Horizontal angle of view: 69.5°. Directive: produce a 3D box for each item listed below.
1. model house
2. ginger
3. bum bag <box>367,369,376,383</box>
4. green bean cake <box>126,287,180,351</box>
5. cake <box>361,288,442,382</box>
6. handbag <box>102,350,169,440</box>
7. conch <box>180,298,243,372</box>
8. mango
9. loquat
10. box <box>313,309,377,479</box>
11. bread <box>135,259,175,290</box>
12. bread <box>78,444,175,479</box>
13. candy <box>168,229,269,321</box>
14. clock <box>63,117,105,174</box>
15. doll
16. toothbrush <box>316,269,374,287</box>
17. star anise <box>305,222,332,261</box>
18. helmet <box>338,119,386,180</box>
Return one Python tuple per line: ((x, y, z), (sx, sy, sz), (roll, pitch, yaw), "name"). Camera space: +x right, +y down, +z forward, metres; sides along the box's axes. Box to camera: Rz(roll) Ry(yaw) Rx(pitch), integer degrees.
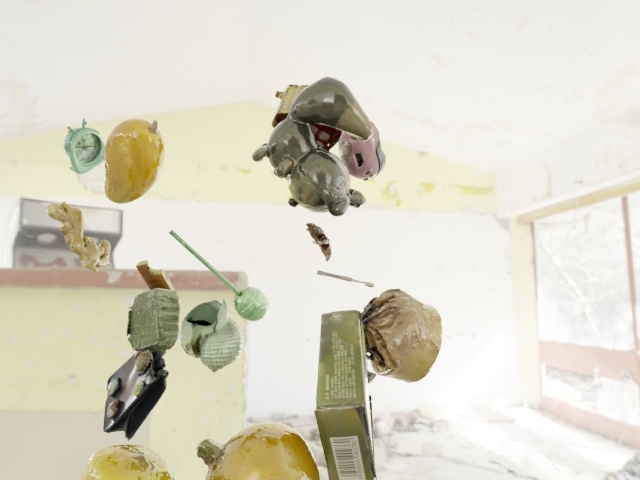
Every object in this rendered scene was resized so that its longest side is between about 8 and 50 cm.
((-0.052, -0.422, 1.593), (0.254, 0.196, 0.160), (23, -44, -11), "model house")
((-0.628, -0.005, 1.224), (0.053, 0.176, 0.193), (-30, -30, 14), "ginger")
((0.145, 0.575, 1.966), (0.102, 0.069, 0.248), (5, -3, -30), "bum bag")
((-0.632, 0.307, 1.750), (0.223, 0.227, 0.125), (-17, -23, 37), "green bean cake")
((0.246, 0.344, 1.727), (0.321, 0.332, 0.332), (22, -13, -15), "cake")
((-0.756, 0.592, 1.896), (0.122, 0.329, 0.303), (34, 10, -32), "handbag")
((-0.310, 0.282, 1.350), (0.172, 0.200, 0.131), (2, -33, 4), "conch")
((-0.533, -0.220, 1.301), (0.317, 0.176, 0.119), (-51, -6, 30), "mango")
((-0.170, 0.629, 1.199), (0.359, 0.328, 0.328), (40, -13, -5), "loquat")
((0.082, 0.474, 1.370), (0.138, 0.373, 0.420), (-7, 27, 5), "box")
((-0.694, 0.172, 1.963), (0.088, 0.049, 0.226), (-13, -53, 2), "bread")
((-0.455, 0.567, 1.065), (0.197, 0.170, 0.197), (28, -7, 4), "bread")
((-0.349, 0.120, 1.579), (0.440, 0.119, 0.119), (45, -26, -18), "candy")
((-0.944, -0.381, 1.837), (0.066, 0.159, 0.211), (24, -44, 19), "clock")
((0.008, -0.261, 1.414), (0.378, 0.382, 0.252), (-52, -4, 34), "doll")
((0.083, 0.127, 1.525), (0.194, 0.014, 0.017), (14, -31, 5), "toothbrush")
((0.001, -0.001, 1.393), (0.042, 0.141, 0.141), (-31, -4, -7), "star anise")
((0.150, -0.359, 1.873), (0.154, 0.253, 0.198), (-43, 19, -28), "helmet")
